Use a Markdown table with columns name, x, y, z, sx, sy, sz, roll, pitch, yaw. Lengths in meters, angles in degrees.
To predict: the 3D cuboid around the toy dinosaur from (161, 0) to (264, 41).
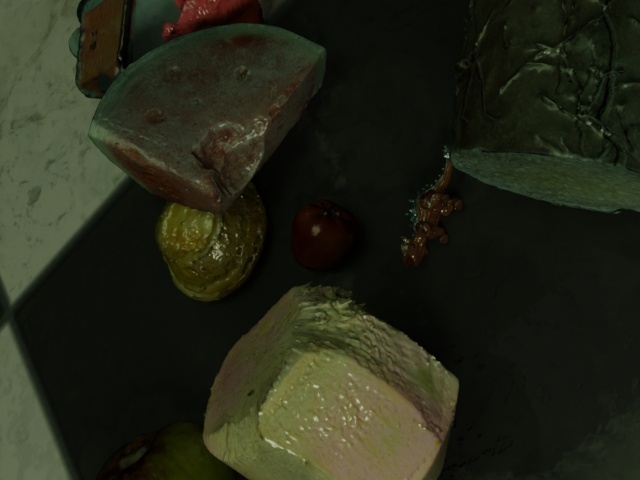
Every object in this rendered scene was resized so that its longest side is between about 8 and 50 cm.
| name | x | y | z | sx | sy | sz | roll | pitch | yaw |
| --- | --- | --- | --- | --- | --- | --- | --- | --- | --- |
| toy dinosaur | -0.097 | -0.327 | 1.483 | 0.286 | 0.138 | 0.070 | -36 | 26 | -25 |

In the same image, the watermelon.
| name | x | y | z | sx | sy | sz | roll | pitch | yaw |
| --- | --- | --- | --- | --- | --- | --- | --- | --- | --- |
| watermelon | -0.128 | -0.145 | 1.397 | 0.319 | 0.148 | 0.226 | -21 | 60 | -4 |

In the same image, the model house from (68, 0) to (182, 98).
| name | x | y | z | sx | sy | sz | roll | pitch | yaw |
| --- | --- | --- | --- | --- | --- | --- | --- | --- | --- |
| model house | -0.268 | -0.305 | 1.578 | 0.291 | 0.185 | 0.253 | -3 | 79 | 51 |

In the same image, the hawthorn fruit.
| name | x | y | z | sx | sy | sz | roll | pitch | yaw |
| --- | --- | --- | --- | --- | --- | --- | --- | --- | --- |
| hawthorn fruit | 0.000 | 0.000 | 1.319 | 0.081 | 0.081 | 0.093 | 52 | 137 | 36 |

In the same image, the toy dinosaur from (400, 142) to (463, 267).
| name | x | y | z | sx | sy | sz | roll | pitch | yaw |
| --- | --- | --- | --- | --- | --- | --- | --- | --- | --- |
| toy dinosaur | 0.129 | -0.039 | 1.246 | 0.055 | 0.049 | 0.154 | 22 | 94 | 43 |

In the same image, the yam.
| name | x | y | z | sx | sy | sz | roll | pitch | yaw |
| --- | --- | --- | --- | --- | --- | --- | --- | --- | --- |
| yam | 0.260 | -0.196 | 1.085 | 0.241 | 0.241 | 0.348 | -5 | 69 | 36 |

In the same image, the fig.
| name | x | y | z | sx | sy | sz | roll | pitch | yaw |
| --- | --- | --- | --- | --- | --- | --- | --- | --- | --- |
| fig | -0.182 | 0.321 | 1.291 | 0.181 | 0.181 | 0.191 | -16 | 92 | 32 |

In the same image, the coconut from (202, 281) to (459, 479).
| name | x | y | z | sx | sy | sz | roll | pitch | yaw |
| --- | --- | --- | --- | --- | --- | --- | --- | --- | --- |
| coconut | 0.027 | 0.182 | 1.132 | 0.233 | 0.245 | 0.233 | -49 | 20 | 24 |

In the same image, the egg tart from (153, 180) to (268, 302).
| name | x | y | z | sx | sy | sz | roll | pitch | yaw |
| --- | --- | --- | --- | --- | --- | --- | --- | --- | --- |
| egg tart | -0.153 | -0.012 | 1.437 | 0.191 | 0.074 | 0.191 | -11 | 69 | 31 |
